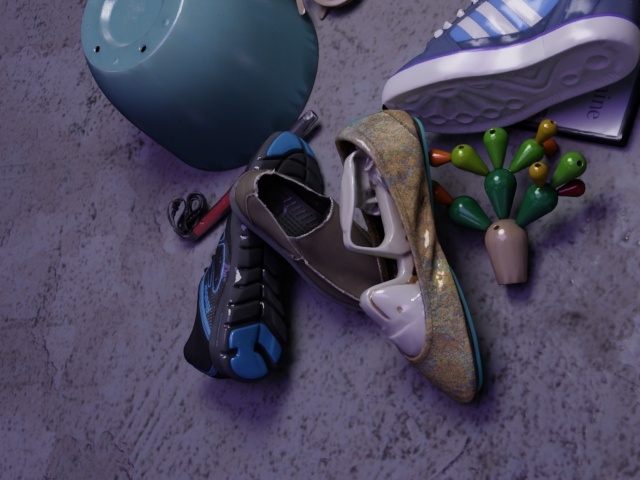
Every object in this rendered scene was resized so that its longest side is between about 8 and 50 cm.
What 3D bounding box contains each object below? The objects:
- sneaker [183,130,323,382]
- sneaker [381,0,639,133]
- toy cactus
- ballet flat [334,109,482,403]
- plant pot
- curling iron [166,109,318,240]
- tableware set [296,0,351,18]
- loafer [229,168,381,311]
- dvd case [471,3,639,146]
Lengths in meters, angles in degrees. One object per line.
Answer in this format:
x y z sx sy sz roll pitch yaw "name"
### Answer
-0.100 0.014 1.352 0.139 0.125 0.341 -6 62 50 "sneaker"
0.225 -0.272 1.219 0.322 0.130 0.236 -13 58 34 "sneaker"
0.211 -0.040 1.197 0.218 0.112 0.181 -8 89 29 "toy cactus"
0.088 0.023 1.179 0.123 0.123 0.349 -15 84 28 "ballet flat"
-0.188 -0.271 1.438 0.293 0.235 0.293 -11 69 31 "plant pot"
-0.111 -0.091 1.438 0.274 0.035 0.068 -36 98 19 "curling iron"
0.014 -0.416 1.466 0.128 0.039 0.194 -18 73 22 "tableware set"
0.000 0.000 1.243 0.251 0.087 0.094 33 75 -3 "loafer"
0.275 -0.218 1.246 0.253 0.022 0.180 16 83 36 "dvd case"
